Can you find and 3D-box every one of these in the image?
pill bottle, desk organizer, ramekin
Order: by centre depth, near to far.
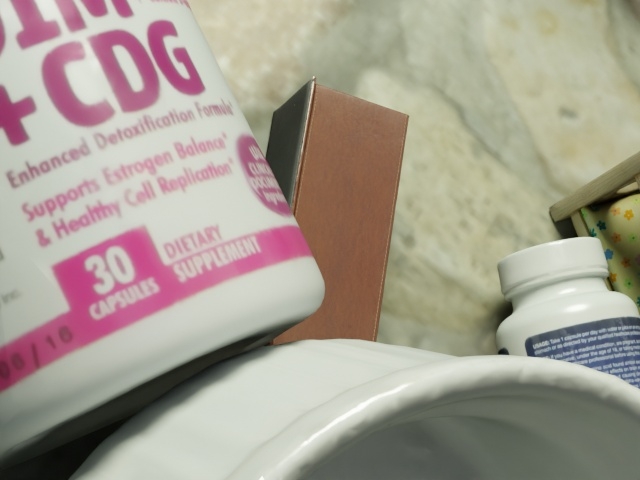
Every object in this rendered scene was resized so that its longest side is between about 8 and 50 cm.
[{"bbox_3d":[0.017,0.167,0.613,0.277,0.135,0.277,-5,100,-31],"label":"ramekin"},{"bbox_3d":[-0.127,-0.067,0.661,0.160,0.160,0.283,-24,83,-27],"label":"pill bottle"},{"bbox_3d":[0.000,0.000,0.757,0.050,0.047,0.130,17,68,-19],"label":"desk organizer"},{"bbox_3d":[0.118,0.063,0.773,0.067,0.067,0.120,-7,76,-24],"label":"pill bottle"}]

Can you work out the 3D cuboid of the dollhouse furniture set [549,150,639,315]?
[{"bbox_3d":[0.228,0.034,0.808,0.161,0.101,0.182,-16,80,-26],"label":"dollhouse furniture set"}]
